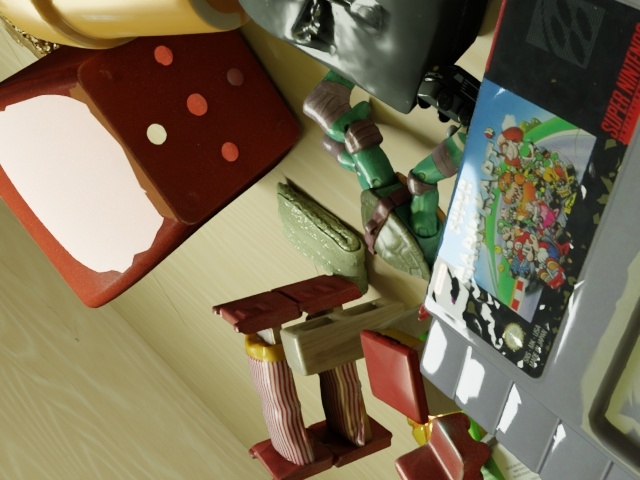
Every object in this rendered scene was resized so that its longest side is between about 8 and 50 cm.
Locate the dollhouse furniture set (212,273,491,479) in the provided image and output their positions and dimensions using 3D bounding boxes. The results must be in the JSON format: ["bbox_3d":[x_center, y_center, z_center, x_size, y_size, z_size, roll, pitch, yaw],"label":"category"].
[{"bbox_3d":[0.022,0.166,0.873,0.374,0.152,0.201,-166,61,-70],"label":"dollhouse furniture set"}]

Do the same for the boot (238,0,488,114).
[{"bbox_3d":[-0.026,-0.312,0.441,0.367,0.146,0.445,52,168,17],"label":"boot"}]

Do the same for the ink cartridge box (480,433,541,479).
[{"bbox_3d":[0.282,0.252,0.759,0.278,0.117,0.201,46,159,11],"label":"ink cartridge box"}]

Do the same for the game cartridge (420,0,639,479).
[{"bbox_3d":[0.168,-0.005,0.441,0.230,0.068,0.355,36,131,34],"label":"game cartridge"}]

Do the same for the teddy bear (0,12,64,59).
[{"bbox_3d":[-0.349,-0.288,1.172,0.338,0.113,0.245,46,167,-11],"label":"teddy bear"}]

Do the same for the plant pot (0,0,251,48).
[{"bbox_3d":[-0.143,-0.251,0.698,0.188,0.205,0.205,18,145,28],"label":"plant pot"}]

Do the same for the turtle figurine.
[{"bbox_3d":[0.083,-0.033,0.702,0.234,0.118,0.175,48,160,20],"label":"turtle figurine"}]

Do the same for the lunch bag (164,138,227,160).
[{"bbox_3d":[-0.163,-0.102,1.132,0.098,0.065,0.067,50,159,3],"label":"lunch bag"}]

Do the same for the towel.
[{"bbox_3d":[0.000,0.000,1.030,0.148,0.027,0.110,38,157,29],"label":"towel"}]

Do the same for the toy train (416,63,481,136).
[{"bbox_3d":[0.121,-0.076,0.572,0.158,0.036,0.027,25,176,-41],"label":"toy train"}]

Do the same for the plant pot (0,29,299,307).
[{"bbox_3d":[-0.186,-0.116,0.920,0.236,0.267,0.267,-13,115,54],"label":"plant pot"}]

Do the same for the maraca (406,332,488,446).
[{"bbox_3d":[0.140,0.178,0.960,0.185,0.099,0.127,-116,16,-47],"label":"maraca"}]
